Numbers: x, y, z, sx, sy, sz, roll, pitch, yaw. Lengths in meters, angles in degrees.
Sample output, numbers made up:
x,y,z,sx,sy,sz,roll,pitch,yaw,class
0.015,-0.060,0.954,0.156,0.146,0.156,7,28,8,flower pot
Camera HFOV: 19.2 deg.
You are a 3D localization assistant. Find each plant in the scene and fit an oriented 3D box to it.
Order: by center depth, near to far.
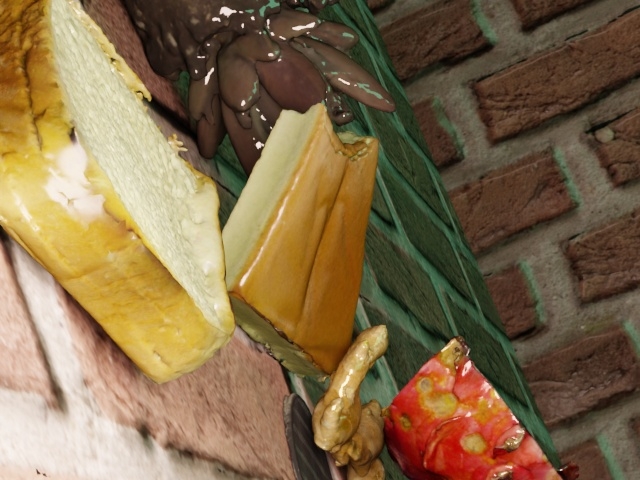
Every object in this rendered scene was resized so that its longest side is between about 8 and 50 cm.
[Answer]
x,y,z,sx,sy,sz,roll,pitch,yaw,class
-0.068,-0.209,1.812,0.320,0.182,0.194,56,-30,-6,plant

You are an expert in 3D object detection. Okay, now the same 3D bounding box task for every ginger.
x,y,z,sx,sy,sz,roll,pitch,yaw,class
0.029,0.169,1.780,0.176,0.053,0.193,-27,127,-62,ginger

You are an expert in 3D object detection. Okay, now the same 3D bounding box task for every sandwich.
x,y,z,sx,sy,sz,roll,pitch,yaw,class
-0.152,-0.038,1.304,0.251,0.087,0.226,52,14,-44,sandwich
0.000,0.000,1.718,0.063,0.212,0.245,20,-13,27,sandwich

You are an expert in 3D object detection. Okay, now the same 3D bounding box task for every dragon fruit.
x,y,z,sx,sy,sz,roll,pitch,yaw,class
0.151,0.208,1.779,0.161,0.126,0.274,46,-3,25,dragon fruit

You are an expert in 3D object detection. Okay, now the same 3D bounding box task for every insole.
x,y,z,sx,sy,sz,roll,pitch,yaw,class
0.005,0.252,1.663,0.309,0.012,0.110,-103,166,-53,insole
